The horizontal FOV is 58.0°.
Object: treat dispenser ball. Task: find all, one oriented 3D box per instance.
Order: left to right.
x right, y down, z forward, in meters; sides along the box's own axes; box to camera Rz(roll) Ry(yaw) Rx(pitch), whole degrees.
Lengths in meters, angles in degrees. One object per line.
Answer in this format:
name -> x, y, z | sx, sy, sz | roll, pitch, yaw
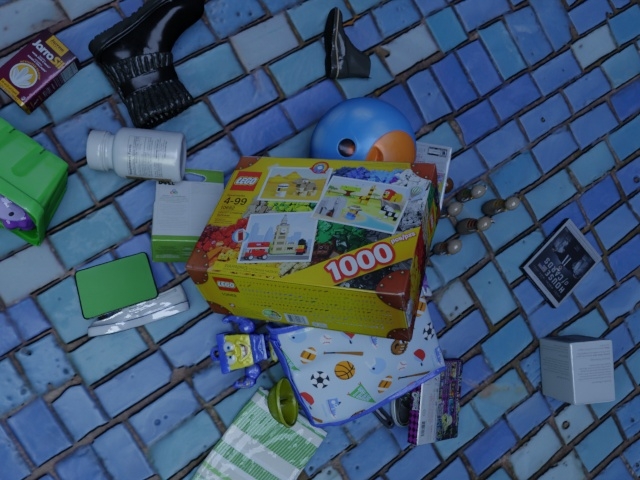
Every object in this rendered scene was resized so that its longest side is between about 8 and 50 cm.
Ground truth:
treat dispenser ball -> 0.114, -0.240, 1.558 | 0.288, 0.288, 0.288 | 1, 87, -15

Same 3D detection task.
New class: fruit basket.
fruit basket -> -0.824, -0.097, 1.333 | 0.392, 0.283, 0.392 | 8, 69, -23

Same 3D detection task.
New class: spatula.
spatula -> 0.113, 0.427, 1.651 | 0.084, 0.030, 0.296 | -43, 97, -15

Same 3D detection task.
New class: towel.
towel -> -0.166, 0.594, 1.567 | 0.248, 0.038, 0.325 | 37, 80, -8

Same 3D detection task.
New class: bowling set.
bowling set -> 0.415, -0.098, 1.697 | 0.287, 0.154, 0.200 | -40, 97, -14

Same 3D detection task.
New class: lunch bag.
lunch bag -> 0.080, 0.259, 1.491 | 0.385, 0.239, 0.327 | -28, 112, -15

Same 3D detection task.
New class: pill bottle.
pill bottle -> -0.467, -0.222, 1.480 | 0.229, 0.131, 0.131 | 4, 86, -6

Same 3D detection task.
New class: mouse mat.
mouse mat -> -0.522, 0.113, 1.474 | 0.190, 0.007, 0.152 | -18, 58, -14

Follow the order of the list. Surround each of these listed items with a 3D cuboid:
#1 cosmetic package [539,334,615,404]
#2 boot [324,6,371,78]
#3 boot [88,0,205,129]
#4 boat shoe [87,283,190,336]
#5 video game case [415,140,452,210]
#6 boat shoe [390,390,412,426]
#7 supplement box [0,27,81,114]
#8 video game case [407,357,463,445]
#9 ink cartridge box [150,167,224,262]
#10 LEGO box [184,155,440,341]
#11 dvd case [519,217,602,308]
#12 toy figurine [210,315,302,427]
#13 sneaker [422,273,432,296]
cosmetic package -> 0.783, 0.391, 1.767 | 0.151, 0.151, 0.183 | -2, 88, -15
boot -> 0.085, -0.569, 1.687 | 0.137, 0.077, 0.198 | -1, 100, -19
boot -> -0.397, -0.475, 1.515 | 0.348, 0.131, 0.260 | -35, 89, -3
boat shoe -> -0.472, 0.179, 1.489 | 0.258, 0.095, 0.084 | -16, 87, -25
video game case -> 0.265, -0.197, 1.695 | 0.212, 0.023, 0.193 | 11, 84, 7
boat shoe -> 0.267, 0.430, 1.668 | 0.080, 0.076, 0.228 | 22, 81, -13
supplement box -> -0.715, -0.425, 1.457 | 0.104, 0.081, 0.188 | 44, 77, -8
video game case -> 0.332, 0.455, 1.652 | 0.210, 0.042, 0.232 | 10, 84, -45
ink cartridge box -> -0.347, -0.071, 1.536 | 0.189, 0.097, 0.255 | 2, 52, -14
LEGO box -> 0.000, 0.000, 1.359 | 0.500, 0.193, 0.372 | 5, 53, 20
dvd case -> 0.769, 0.072, 1.845 | 0.239, 0.029, 0.179 | -43, 97, -14
toy figurine -> -0.184, 0.316, 1.552 | 0.217, 0.191, 0.362 | -11, 87, 13
sneaker -> 0.211, 0.109, 1.670 | 0.236, 0.095, 0.104 | 6, 79, -19
